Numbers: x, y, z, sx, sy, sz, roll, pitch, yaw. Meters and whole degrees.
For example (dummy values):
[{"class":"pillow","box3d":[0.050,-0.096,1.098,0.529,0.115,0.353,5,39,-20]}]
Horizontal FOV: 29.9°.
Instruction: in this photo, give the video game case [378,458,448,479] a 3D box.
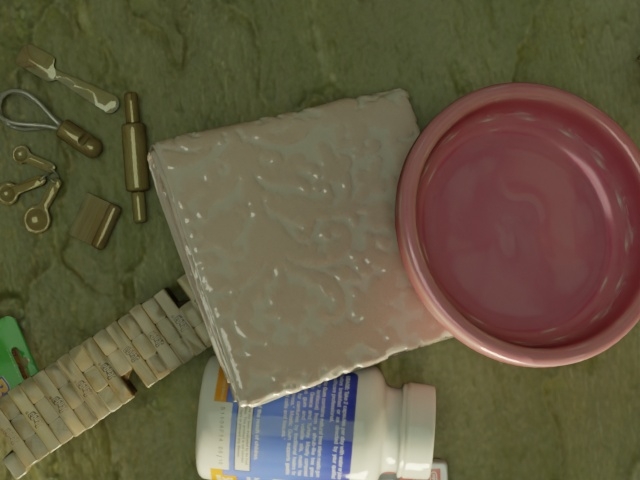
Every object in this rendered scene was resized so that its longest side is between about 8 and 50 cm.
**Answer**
[{"class":"video game case","box3d":[0.017,0.375,1.480,0.285,0.025,0.204,-2,91,3]}]

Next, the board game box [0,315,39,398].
[{"class":"board game box","box3d":[-0.472,0.197,1.490,0.259,0.039,0.124,-24,91,4]}]

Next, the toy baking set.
[{"class":"toy baking set","box3d":[-0.309,-0.116,1.481,0.196,0.030,0.256,0,91,2]}]

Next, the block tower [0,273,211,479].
[{"class":"block tower","box3d":[-0.244,0.147,1.435,0.335,0.091,0.097,-36,91,-4]}]

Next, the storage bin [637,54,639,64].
[{"class":"storage bin","box3d":[0.478,-0.124,1.339,0.123,0.260,0.262,-22,90,6]}]

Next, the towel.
[{"class":"towel","box3d":[0.000,0.000,1.387,0.331,0.053,0.317,-15,82,-23]}]

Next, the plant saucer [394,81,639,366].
[{"class":"plant saucer","box3d":[0.237,-0.015,1.394,0.332,0.084,0.332,3,77,-15]}]

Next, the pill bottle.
[{"class":"pill bottle","box3d":[-0.003,0.217,1.414,0.272,0.152,0.152,5,91,3]}]
